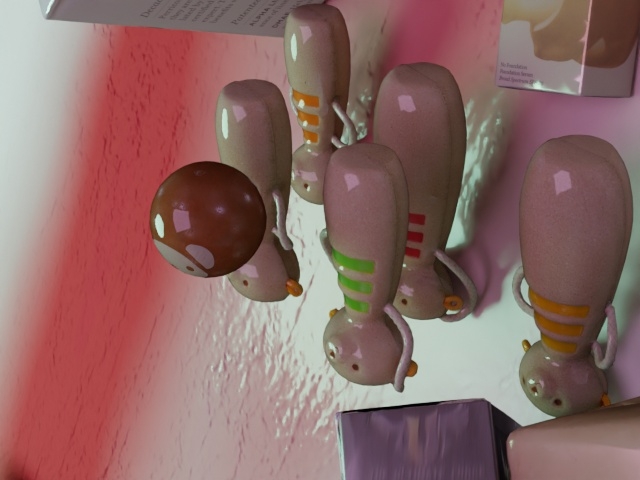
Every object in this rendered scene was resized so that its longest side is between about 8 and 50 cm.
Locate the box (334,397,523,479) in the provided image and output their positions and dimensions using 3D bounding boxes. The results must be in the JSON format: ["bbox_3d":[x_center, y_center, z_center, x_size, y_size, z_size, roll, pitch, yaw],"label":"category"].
[{"bbox_3d":[0.063,0.165,0.483,0.056,0.231,0.183,-8,77,12],"label":"box"}]

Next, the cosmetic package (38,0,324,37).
[{"bbox_3d":[-0.071,-0.226,0.698,0.151,0.183,0.151,-38,64,45],"label":"cosmetic package"}]

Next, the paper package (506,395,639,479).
[{"bbox_3d":[0.235,0.198,0.347,0.309,0.168,0.325,-9,87,39],"label":"paper package"}]

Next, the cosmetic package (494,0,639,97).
[{"bbox_3d":[0.125,-0.130,0.583,0.060,0.041,0.115,15,105,49],"label":"cosmetic package"}]

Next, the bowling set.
[{"bbox_3d":[0.000,0.000,0.620,0.287,0.199,0.154,40,141,47],"label":"bowling set"}]
